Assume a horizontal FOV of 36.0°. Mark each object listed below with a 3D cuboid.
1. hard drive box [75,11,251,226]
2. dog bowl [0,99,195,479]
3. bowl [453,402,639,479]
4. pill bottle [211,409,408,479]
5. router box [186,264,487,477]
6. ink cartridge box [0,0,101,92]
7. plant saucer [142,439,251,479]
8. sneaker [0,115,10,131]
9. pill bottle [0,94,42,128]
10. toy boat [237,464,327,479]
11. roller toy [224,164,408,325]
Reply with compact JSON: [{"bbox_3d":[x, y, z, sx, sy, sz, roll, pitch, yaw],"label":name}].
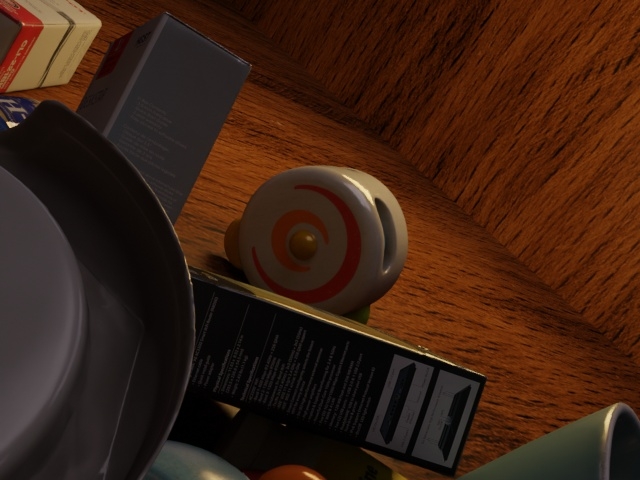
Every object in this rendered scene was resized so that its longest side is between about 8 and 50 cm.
[{"bbox_3d":[-0.175,-0.064,0.860,0.089,0.232,0.181,30,-12,-24],"label":"hard drive box"},{"bbox_3d":[-0.239,0.049,0.458,0.348,0.102,0.349,10,47,-11],"label":"dog bowl"},{"bbox_3d":[0.146,0.273,0.647,0.311,0.163,0.312,43,41,-53],"label":"bowl"},{"bbox_3d":[0.002,0.206,0.778,0.184,0.103,0.103,34,15,-6],"label":"pill bottle"},{"bbox_3d":[-0.031,0.090,0.818,0.242,0.081,0.309,19,-3,-10],"label":"router box"},{"bbox_3d":[-0.441,-0.300,1.316,0.197,0.114,0.273,35,16,0],"label":"ink cartridge box"},{"bbox_3d":[-0.119,0.169,0.522,0.194,0.037,0.195,-4,38,3],"label":"plant saucer"},{"bbox_3d":[-0.228,0.007,0.690,0.330,0.147,0.130,-108,174,-50],"label":"sneaker"},{"bbox_3d":[-0.327,-0.082,0.915,0.112,0.112,0.186,39,15,11],"label":"pill bottle"},{"bbox_3d":[-0.042,0.201,0.606,0.151,0.151,0.231,40,15,12],"label":"toy boat"},{"bbox_3d":[0.000,0.000,1.230,0.209,0.191,0.146,40,16,15],"label":"roller toy"}]
